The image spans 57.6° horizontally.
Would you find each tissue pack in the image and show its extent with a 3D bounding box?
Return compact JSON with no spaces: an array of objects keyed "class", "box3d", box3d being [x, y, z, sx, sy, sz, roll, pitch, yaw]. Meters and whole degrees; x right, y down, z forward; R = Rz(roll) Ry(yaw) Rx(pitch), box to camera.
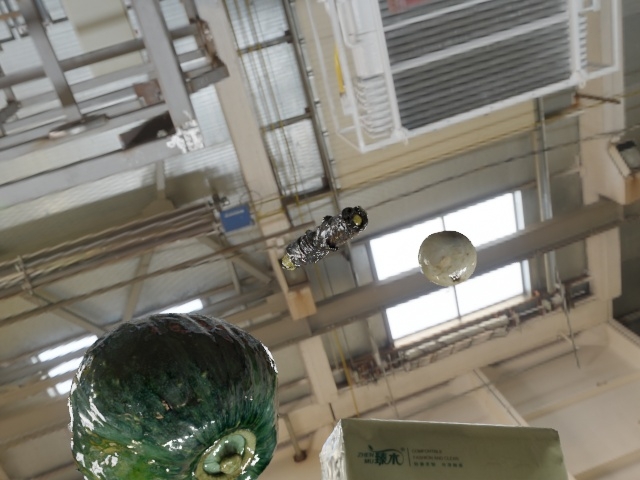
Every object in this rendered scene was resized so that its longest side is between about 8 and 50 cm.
[{"class":"tissue pack","box3d":[0.195,0.453,0.922,0.380,0.207,0.297,4,-127,-9]}]

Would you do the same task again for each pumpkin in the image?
[{"class":"pumpkin","box3d":[-0.200,0.203,0.835,0.293,0.197,0.263,-4,-151,-34]}]

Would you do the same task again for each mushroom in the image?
[{"class":"mushroom","box3d":[0.188,0.025,0.855,0.085,0.085,0.079,-4,177,23]}]

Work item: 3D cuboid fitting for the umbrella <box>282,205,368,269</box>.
[{"class":"umbrella","box3d":[0.000,0.000,0.655,0.144,0.037,0.040,-32,-151,49]}]
